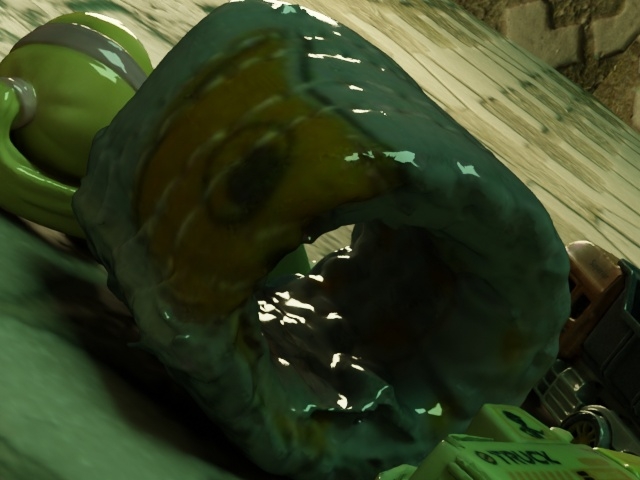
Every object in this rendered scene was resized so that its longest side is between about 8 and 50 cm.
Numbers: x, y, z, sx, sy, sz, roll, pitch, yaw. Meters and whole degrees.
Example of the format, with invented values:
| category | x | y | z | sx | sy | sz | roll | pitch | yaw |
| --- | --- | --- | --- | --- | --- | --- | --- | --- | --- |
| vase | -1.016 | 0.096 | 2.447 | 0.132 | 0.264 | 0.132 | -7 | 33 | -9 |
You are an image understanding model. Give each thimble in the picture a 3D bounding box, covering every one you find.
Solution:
| category | x | y | z | sx | sy | sz | roll | pitch | yaw |
| --- | --- | --- | --- | --- | --- | --- | --- | --- | --- |
| thimble | 0.000 | 0.002 | 0.575 | 0.151 | 0.127 | 0.118 | 37 | 8 | -44 |

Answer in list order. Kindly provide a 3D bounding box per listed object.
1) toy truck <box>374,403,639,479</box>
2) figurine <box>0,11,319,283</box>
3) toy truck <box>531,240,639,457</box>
| category | x | y | z | sx | sy | sz | roll | pitch | yaw |
| --- | --- | --- | --- | --- | --- | --- | --- | --- | --- |
| toy truck | 0.075 | 0.105 | 0.525 | 0.116 | 0.085 | 0.191 | 41 | 14 | 34 |
| figurine | -0.063 | -0.021 | 0.649 | 0.187 | 0.083 | 0.083 | 42 | 5 | -48 |
| toy truck | 0.159 | 0.077 | 0.820 | 0.083 | 0.092 | 0.192 | 29 | 15 | -32 |
